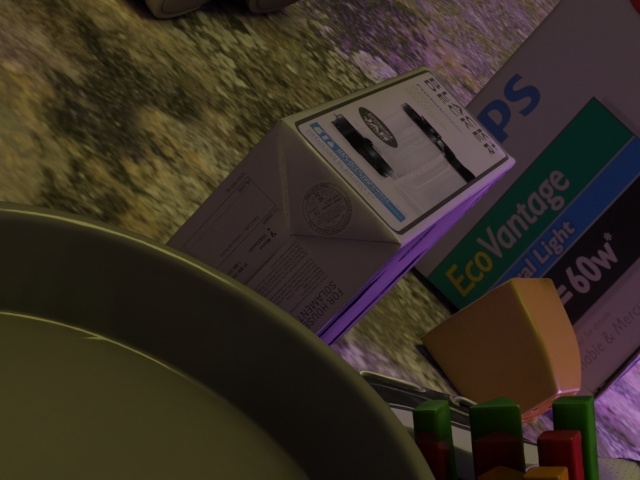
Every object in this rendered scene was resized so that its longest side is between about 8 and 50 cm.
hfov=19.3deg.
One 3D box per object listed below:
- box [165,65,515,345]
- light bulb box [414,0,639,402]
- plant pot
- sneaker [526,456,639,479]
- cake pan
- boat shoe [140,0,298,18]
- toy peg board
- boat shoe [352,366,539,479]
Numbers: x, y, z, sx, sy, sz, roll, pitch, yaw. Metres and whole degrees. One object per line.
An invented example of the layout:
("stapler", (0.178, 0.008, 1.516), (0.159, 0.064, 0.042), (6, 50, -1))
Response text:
("box", (0.000, 0.000, 1.061), (0.087, 0.169, 0.290), (45, 18, 4))
("light bulb box", (0.275, -0.084, 1.501), (0.225, 0.358, 0.361), (45, 20, 9))
("plant pot", (0.134, 0.082, 1.303), (0.081, 0.081, 0.083), (3, 56, -62))
("sneaker", (0.174, 0.261, 0.988), (0.236, 0.130, 0.323), (12, 49, -16))
("cake pan", (-0.085, 0.089, 0.779), (0.293, 0.054, 0.293), (23, 26, -12))
("boat shoe", (-0.070, -0.249, 1.529), (0.095, 0.112, 0.335), (51, 23, 8))
("toy peg board", (0.061, 0.128, 0.907), (0.160, 0.161, 0.079), (-24, 109, -69))
("boat shoe", (0.082, 0.125, 1.101), (0.219, 0.078, 0.070), (27, 26, -36))
